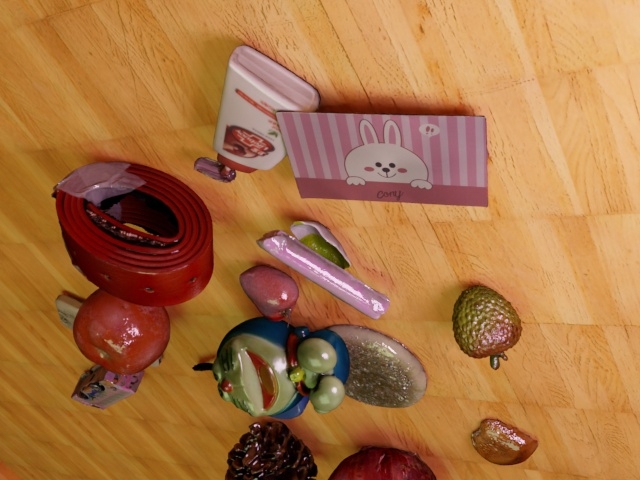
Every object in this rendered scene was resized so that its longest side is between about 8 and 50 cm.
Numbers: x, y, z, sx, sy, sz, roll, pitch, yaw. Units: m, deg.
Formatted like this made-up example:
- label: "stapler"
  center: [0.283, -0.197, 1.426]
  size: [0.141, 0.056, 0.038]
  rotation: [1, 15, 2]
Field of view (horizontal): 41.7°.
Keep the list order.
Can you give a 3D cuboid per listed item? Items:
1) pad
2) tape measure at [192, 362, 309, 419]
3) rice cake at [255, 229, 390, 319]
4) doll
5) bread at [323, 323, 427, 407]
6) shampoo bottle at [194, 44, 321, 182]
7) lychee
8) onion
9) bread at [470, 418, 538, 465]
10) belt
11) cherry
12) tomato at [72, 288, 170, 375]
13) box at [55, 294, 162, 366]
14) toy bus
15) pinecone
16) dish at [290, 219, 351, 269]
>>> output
- label: "pad"
  center: [0.095, -0.117, 1.240]
  size: [0.300, 0.005, 0.202]
  rotation: [4, 145, 15]
- label: "tape measure"
  center: [-0.158, 0.332, 1.944]
  size: [0.215, 0.098, 0.351]
  rotation: [40, 145, -14]
- label: "rice cake"
  center: [0.009, 0.059, 1.472]
  size: [0.270, 0.049, 0.055]
  rotation: [33, 146, -14]
- label: "doll"
  center: [-0.077, 0.250, 1.663]
  size: [0.322, 0.186, 0.198]
  rotation: [-1, 107, 28]
- label: "bread"
  center: [0.095, 0.269, 1.744]
  size: [0.267, 0.040, 0.267]
  rotation: [18, 142, 14]
- label: "shampoo bottle"
  center: [-0.117, -0.169, 1.316]
  size: [0.153, 0.071, 0.284]
  rotation: [30, 143, -10]
- label: "lychee"
  center: [0.278, 0.145, 1.411]
  size: [0.114, 0.114, 0.146]
  rotation: [-18, 99, 45]
- label: "onion"
  center: [0.142, 0.599, 1.957]
  size: [0.276, 0.276, 0.276]
  rotation: [18, 143, 14]
- label: "bread"
  center: [0.377, 0.428, 1.753]
  size: [0.126, 0.044, 0.129]
  rotation: [28, 147, 3]
- label: "belt"
  center: [-0.337, -0.021, 1.518]
  size: [0.324, 0.227, 0.115]
  rotation: [31, 143, 18]
- label: "cherry"
  center: [-0.090, 0.098, 1.618]
  size: [0.126, 0.087, 0.106]
  rotation: [57, 146, -7]
- label: "tomato"
  center: [-0.436, 0.191, 1.871]
  size: [0.208, 0.184, 0.208]
  rotation: [16, 136, 16]
- label: "box"
  center: [-0.528, 0.228, 2.098]
  size: [0.285, 0.044, 0.142]
  rotation: [23, 146, 6]
- label: "toy bus"
  center: [-0.589, 0.395, 2.304]
  size: [0.112, 0.090, 0.274]
  rotation: [32, 146, -21]
- label: "pinecone"
  center: [-0.125, 0.581, 2.102]
  size: [0.243, 0.243, 0.257]
  rotation: [15, 152, 17]
- label: "dish"
  center: [0.000, 0.000, 1.477]
  size: [0.091, 0.039, 0.137]
  rotation: [-3, 137, 35]
